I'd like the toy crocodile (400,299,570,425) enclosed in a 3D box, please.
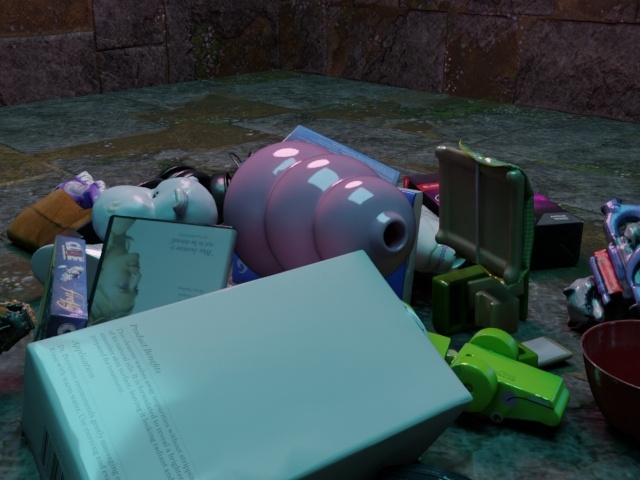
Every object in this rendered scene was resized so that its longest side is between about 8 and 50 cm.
[{"bbox_3d":[0.142,0.161,0.943,0.340,0.105,0.115,16,25,20],"label":"toy crocodile"}]

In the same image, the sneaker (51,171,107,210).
[{"bbox_3d":[-0.512,-0.080,1.575,0.104,0.095,0.236,-20,23,-27],"label":"sneaker"}]

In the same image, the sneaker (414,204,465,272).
[{"bbox_3d":[0.178,0.007,1.292,0.152,0.114,0.305,22,12,7],"label":"sneaker"}]

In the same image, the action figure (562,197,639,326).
[{"bbox_3d":[0.528,0.105,1.083,0.330,0.178,0.341,-2,50,12],"label":"action figure"}]

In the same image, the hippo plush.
[{"bbox_3d":[-0.219,0.036,1.058,0.294,0.237,0.234,-1,21,-4],"label":"hippo plush"}]

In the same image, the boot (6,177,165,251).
[{"bbox_3d":[-0.443,-0.049,1.417,0.264,0.096,0.280,-48,39,-18],"label":"boot"}]

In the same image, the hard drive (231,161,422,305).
[{"bbox_3d":[0.000,0.000,1.186,0.318,0.210,0.040,13,15,29],"label":"hard drive"}]

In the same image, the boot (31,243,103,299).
[{"bbox_3d":[-0.346,0.045,1.261,0.258,0.095,0.123,10,16,1],"label":"boot"}]

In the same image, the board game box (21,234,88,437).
[{"bbox_3d":[-0.338,0.113,0.946,0.042,0.165,0.243,12,18,-22],"label":"board game box"}]

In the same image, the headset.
[{"bbox_3d":[-0.218,-0.062,1.515,0.243,0.185,0.394,6,37,24],"label":"headset"}]

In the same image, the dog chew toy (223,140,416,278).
[{"bbox_3d":[0.004,-0.028,0.986,0.206,0.207,0.332,-12,13,-28],"label":"dog chew toy"}]

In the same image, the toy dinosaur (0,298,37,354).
[{"bbox_3d":[-0.517,0.166,0.903,0.322,0.164,0.218,-41,12,-5],"label":"toy dinosaur"}]

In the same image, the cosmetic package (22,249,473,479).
[{"bbox_3d":[-0.069,0.168,0.732,0.385,0.156,0.217,-12,54,-34],"label":"cosmetic package"}]

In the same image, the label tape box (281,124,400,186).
[{"bbox_3d":[0.013,-0.097,1.472,0.249,0.115,0.348,26,25,1],"label":"label tape box"}]

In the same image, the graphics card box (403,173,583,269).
[{"bbox_3d":[0.328,-0.050,1.486,0.232,0.094,0.371,-4,22,-10],"label":"graphics card box"}]

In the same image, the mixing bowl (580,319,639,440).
[{"bbox_3d":[0.401,0.179,0.885,0.181,0.098,0.181,-1,22,0],"label":"mixing bowl"}]

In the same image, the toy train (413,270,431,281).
[{"bbox_3d":[0.117,0.062,1.285,0.158,0.027,0.036,-7,19,-19],"label":"toy train"}]

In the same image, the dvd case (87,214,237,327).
[{"bbox_3d":[-0.215,0.095,0.942,0.180,0.253,0.022,6,-15,14],"label":"dvd case"}]

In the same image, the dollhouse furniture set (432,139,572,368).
[{"bbox_3d":[0.268,0.012,1.030,0.151,0.302,0.197,-11,21,-20],"label":"dollhouse furniture set"}]

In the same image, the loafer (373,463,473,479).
[{"bbox_3d":[0.141,0.270,0.676,0.223,0.076,0.078,16,18,28],"label":"loafer"}]
